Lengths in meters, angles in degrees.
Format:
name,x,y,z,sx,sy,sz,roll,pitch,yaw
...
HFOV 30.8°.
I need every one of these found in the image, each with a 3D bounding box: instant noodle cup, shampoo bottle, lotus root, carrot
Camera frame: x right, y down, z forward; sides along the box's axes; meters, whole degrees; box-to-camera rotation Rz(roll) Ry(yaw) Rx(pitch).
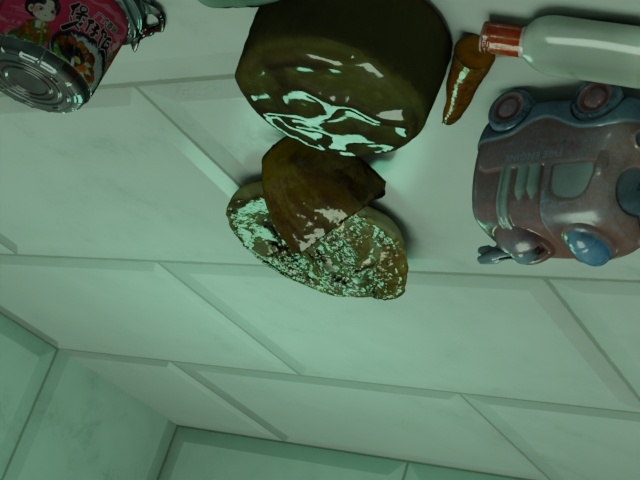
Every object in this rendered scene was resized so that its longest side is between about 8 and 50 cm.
name,x,y,z,sx,sy,sz,roll,pitch,yaw
instant noodle cup,-0.404,-0.306,1.729,0.302,0.182,0.258,15,158,10
shampoo bottle,0.313,-0.244,1.475,0.220,0.051,0.108,11,158,17
lotus root,-0.011,-0.098,1.955,0.180,0.188,0.199,52,-167,-2
carrot,0.201,-0.213,1.644,0.057,0.057,0.224,18,160,4

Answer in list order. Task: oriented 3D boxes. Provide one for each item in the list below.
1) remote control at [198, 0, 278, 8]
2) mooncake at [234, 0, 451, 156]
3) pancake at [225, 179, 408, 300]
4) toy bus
name,x,y,z,sx,sy,sz,roll,pitch,yaw
remote control,-0.108,-0.347,1.521,0.256,0.045,0.097,5,126,57
mooncake,0.029,-0.235,1.592,0.284,0.156,0.284,15,158,6
pancake,-0.001,-0.001,2.232,0.386,0.082,0.387,19,153,10
toy bus,0.346,-0.072,1.607,0.294,0.232,0.197,-1,150,41
